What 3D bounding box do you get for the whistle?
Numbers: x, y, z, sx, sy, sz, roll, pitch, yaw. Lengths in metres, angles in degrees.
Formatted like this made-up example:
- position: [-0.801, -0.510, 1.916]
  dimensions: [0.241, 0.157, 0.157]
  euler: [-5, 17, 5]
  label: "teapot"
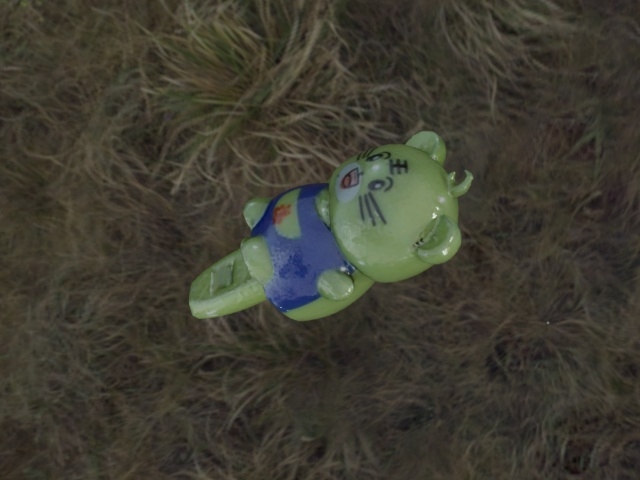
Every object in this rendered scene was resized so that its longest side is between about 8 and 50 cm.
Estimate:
- position: [0.000, 0.000, 0.571]
  dimensions: [0.228, 0.085, 0.105]
  euler: [-23, 46, 25]
  label: "whistle"
